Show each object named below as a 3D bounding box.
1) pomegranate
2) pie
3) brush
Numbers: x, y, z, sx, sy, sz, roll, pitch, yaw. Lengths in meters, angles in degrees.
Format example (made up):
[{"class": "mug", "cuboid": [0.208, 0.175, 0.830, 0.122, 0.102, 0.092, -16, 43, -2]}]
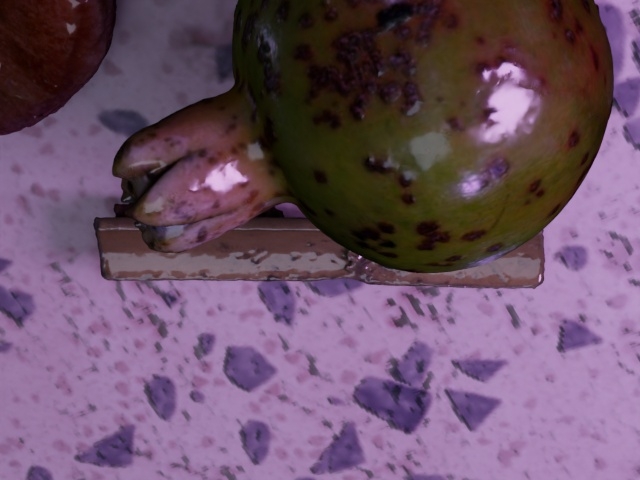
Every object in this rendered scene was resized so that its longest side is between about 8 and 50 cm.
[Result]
[{"class": "pomegranate", "cuboid": [0.020, -0.065, 0.894, 0.248, 0.202, 0.202, -25, 116, -6]}, {"class": "pie", "cuboid": [-0.192, -0.136, 0.998, 0.182, 0.049, 0.182, 7, 119, 14]}, {"class": "brush", "cuboid": [0.000, 0.000, 1.049, 0.248, 0.036, 0.043, 0, 126, 6]}]
